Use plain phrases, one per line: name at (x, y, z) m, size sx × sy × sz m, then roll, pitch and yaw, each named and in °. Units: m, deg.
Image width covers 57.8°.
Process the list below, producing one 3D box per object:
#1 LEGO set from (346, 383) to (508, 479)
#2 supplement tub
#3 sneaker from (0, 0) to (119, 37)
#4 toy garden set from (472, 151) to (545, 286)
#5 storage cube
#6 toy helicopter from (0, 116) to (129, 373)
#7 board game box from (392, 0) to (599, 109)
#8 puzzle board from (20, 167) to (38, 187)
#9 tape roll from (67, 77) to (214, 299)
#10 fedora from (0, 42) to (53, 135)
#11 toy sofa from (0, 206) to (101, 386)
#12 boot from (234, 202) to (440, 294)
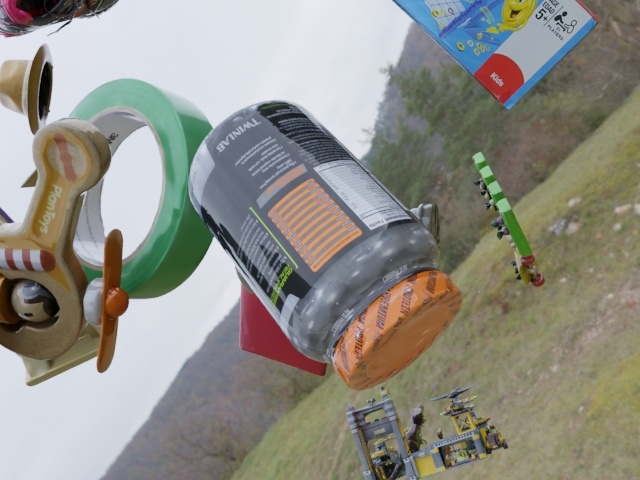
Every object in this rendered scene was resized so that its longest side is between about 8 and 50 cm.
LEGO set at (0.205, 0.391, 1.231) m, size 0.331 × 0.192 × 0.255 m, roll -25°, pitch -19°, yaw 18°
supplement tub at (0.000, 0.000, 0.399) m, size 0.116 × 0.190 × 0.117 m, roll -29°, pitch -30°, yaw -19°
sneaker at (-0.442, -0.438, 1.022) m, size 0.299 × 0.111 × 0.121 m, roll -46°, pitch -50°, yaw -33°
toy garden set at (0.362, -0.035, 1.151) m, size 0.049 × 0.204 × 0.244 m, roll -26°, pitch 28°, yaw 17°
storage cube at (-0.035, 0.119, 1.145) m, size 0.184 × 0.214 × 0.193 m, roll -47°, pitch -32°, yaw -56°
toy helicopter at (-0.327, 0.017, 0.716) m, size 0.355 × 0.234 × 0.140 m, roll -59°, pitch 5°, yaw 28°
board game box at (0.099, -0.285, 0.532) m, size 0.086 × 0.302 × 0.308 m, roll -45°, pitch 5°, yaw 30°
puzzle board at (-0.660, -0.174, 1.413) m, size 0.128 × 0.011 × 0.096 m, roll -39°, pitch -5°, yaw 20°
tape roll at (-0.286, -0.073, 0.861) m, size 0.077 × 0.321 × 0.321 m, roll 8°, pitch -61°, yaw -57°
fedora at (-0.575, -0.298, 1.127) m, size 0.194 × 0.079 × 0.195 m, roll -173°, pitch 90°, yaw -73°
toy sofa at (-0.501, 0.053, 0.928) m, size 0.150 × 0.177 × 0.363 m, roll -25°, pitch -47°, yaw -3°
boot at (0.015, 0.015, 0.592) m, size 0.190 × 0.208 × 0.076 m, roll 69°, pitch -154°, yaw -69°
